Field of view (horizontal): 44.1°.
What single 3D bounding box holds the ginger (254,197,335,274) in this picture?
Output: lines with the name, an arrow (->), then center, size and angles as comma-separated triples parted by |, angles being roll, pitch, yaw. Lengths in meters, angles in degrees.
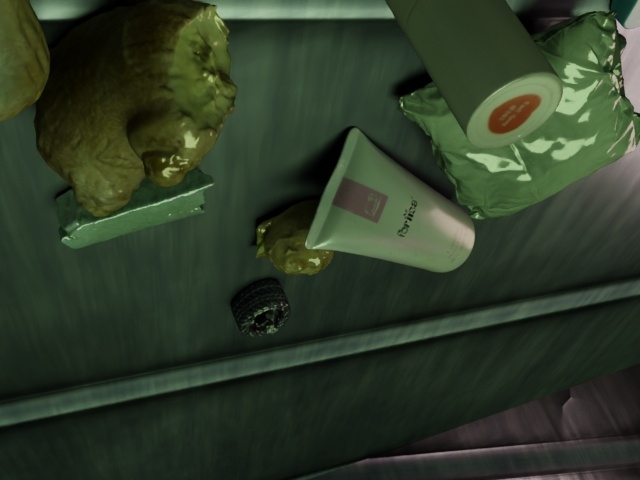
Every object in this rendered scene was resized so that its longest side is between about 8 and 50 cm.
ginger -> 0.002, -0.002, 1.241 | 0.193, 0.123, 0.115 | -19, 134, -19

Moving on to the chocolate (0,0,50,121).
chocolate -> -0.314, -0.213, 0.658 | 0.134, 0.134, 0.309 | -15, 150, -14

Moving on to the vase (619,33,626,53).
vase -> 0.402, -0.228, 1.199 | 0.059, 0.060, 0.211 | -12, 147, -19

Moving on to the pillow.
pillow -> 0.294, -0.170, 1.109 | 0.309, 0.138, 0.283 | -25, 137, 22

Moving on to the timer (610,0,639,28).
timer -> 0.504, -0.376, 1.003 | 0.231, 0.091, 0.250 | -24, 154, 0

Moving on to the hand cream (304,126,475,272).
hand cream -> 0.120, -0.038, 1.250 | 0.358, 0.118, 0.186 | 19, 96, -50

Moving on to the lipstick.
lipstick -> 0.100, -0.231, 0.712 | 0.087, 0.327, 0.087 | -18, 150, -11

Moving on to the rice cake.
rice cake -> -0.243, -0.051, 1.036 | 0.206, 0.069, 0.063 | -19, 148, -13

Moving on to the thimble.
thimble -> -0.107, 0.121, 1.409 | 0.095, 0.066, 0.104 | -10, 145, -24

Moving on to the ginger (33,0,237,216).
ginger -> -0.191, -0.130, 0.812 | 0.130, 0.221, 0.276 | -2, 137, -48
